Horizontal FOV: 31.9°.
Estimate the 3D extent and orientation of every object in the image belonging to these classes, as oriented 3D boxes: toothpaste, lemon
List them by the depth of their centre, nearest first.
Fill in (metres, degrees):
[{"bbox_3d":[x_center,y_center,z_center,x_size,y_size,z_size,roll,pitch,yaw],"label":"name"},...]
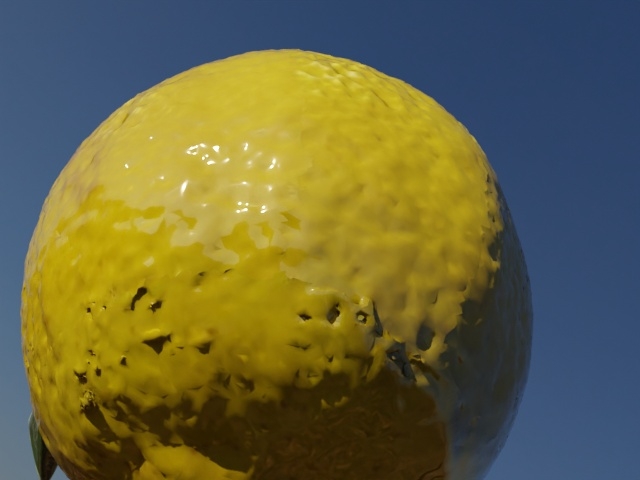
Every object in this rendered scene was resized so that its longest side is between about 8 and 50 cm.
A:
[{"bbox_3d":[-0.021,0.036,0.589,0.293,0.293,0.293,30,-25,16],"label":"lemon"},{"bbox_3d":[-0.304,0.178,1.354,0.392,0.061,0.099,-57,-135,47],"label":"toothpaste"}]
